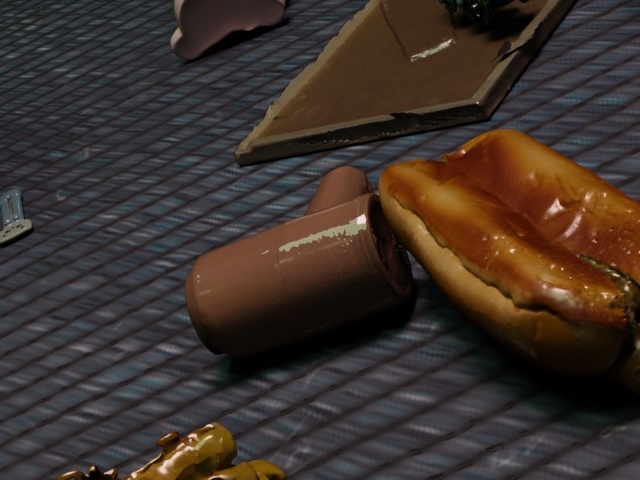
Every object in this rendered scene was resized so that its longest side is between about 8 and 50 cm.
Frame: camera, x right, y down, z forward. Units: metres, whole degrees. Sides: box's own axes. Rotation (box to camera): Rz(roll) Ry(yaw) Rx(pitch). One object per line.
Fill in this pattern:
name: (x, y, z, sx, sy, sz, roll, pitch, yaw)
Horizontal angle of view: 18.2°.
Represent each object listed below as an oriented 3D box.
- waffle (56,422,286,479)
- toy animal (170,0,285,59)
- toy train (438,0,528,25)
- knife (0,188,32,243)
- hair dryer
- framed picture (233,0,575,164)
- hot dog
waffle: (-0.169, 0.175, 0.902, 0.293, 0.069, 0.260, -13, 25, 31)
toy animal: (-0.076, -0.242, 1.638, 0.131, 0.127, 0.181, -27, 33, 15)
toy train: (0.102, -0.184, 1.339, 0.044, 0.064, 0.103, -29, 22, -15)
knife: (-0.225, -0.020, 1.452, 0.027, 0.010, 0.096, -26, 22, -1)
hair dryer: (0.000, 0.000, 1.122, 0.117, 0.064, 0.181, -20, 16, 19)
framed picture: (0.080, -0.144, 1.387, 0.209, 0.019, 0.281, -8, 29, 37)
hot dog: (0.103, 0.008, 0.974, 0.100, 0.068, 0.249, -20, 24, -12)
